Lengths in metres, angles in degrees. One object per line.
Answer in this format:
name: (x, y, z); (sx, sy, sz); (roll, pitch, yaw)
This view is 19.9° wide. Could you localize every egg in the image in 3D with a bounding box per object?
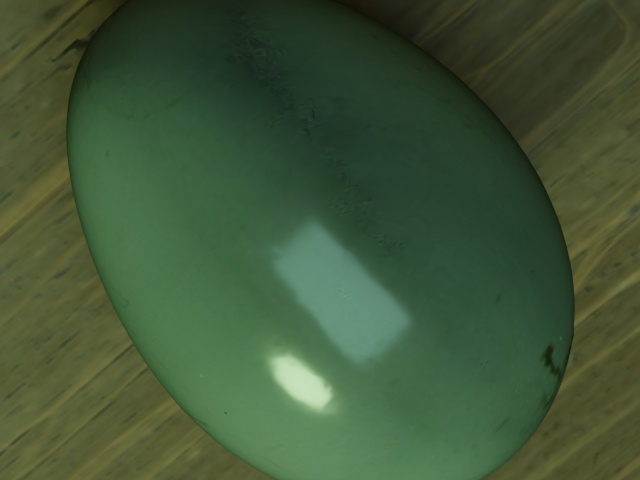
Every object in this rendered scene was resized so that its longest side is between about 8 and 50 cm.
egg: (0.000, 0.000, 0.775); (0.183, 0.183, 0.264); (-37, 117, 6)
